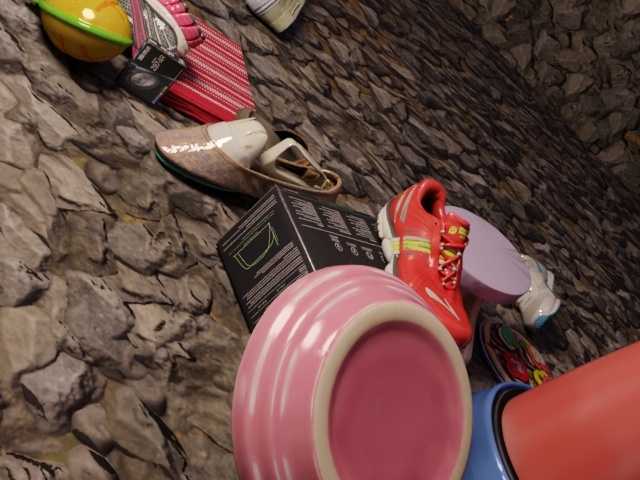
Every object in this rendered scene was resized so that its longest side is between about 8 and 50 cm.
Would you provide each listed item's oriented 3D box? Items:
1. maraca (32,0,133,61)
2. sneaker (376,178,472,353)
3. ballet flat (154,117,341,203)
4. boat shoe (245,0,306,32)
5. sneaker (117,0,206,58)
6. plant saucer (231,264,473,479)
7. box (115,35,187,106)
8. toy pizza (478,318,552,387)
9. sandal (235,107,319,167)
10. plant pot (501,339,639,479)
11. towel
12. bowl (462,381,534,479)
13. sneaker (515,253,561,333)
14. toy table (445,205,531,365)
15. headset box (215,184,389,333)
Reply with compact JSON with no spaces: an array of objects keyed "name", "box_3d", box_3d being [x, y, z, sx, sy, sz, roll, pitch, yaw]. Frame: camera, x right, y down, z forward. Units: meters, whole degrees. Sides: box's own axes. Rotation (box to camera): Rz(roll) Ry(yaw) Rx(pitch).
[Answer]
[{"name":"maraca","box_3d":[-0.330,-0.303,1.303,0.127,0.099,0.185,17,13,-48]},{"name":"sneaker","box_3d":[0.149,0.020,1.246,0.107,0.118,0.279,28,32,-35]},{"name":"ballet flat","box_3d":[-0.092,-0.117,1.381,0.316,0.106,0.108,21,30,-41]},{"name":"boat shoe","box_3d":[-0.073,-0.514,1.977,0.094,0.109,0.302,55,32,-20]},{"name":"sneaker","box_3d":[-0.303,-0.370,1.421,0.299,0.112,0.121,46,-7,25]},{"name":"plant saucer","box_3d":[0.057,0.190,1.028,0.332,0.084,0.332,6,81,-43]},{"name":"box","box_3d":[-0.241,-0.239,1.353,0.067,0.083,0.018,33,29,-28]},{"name":"toy pizza","box_3d":[0.355,0.217,1.670,0.201,0.032,0.201,35,29,-23]},{"name":"sandal","box_3d":[-0.053,-0.143,1.487,0.219,0.060,0.090,41,38,-47]},{"name":"plant pot","box_3d":[0.430,0.271,1.306,0.275,0.243,0.275,36,28,-23]},{"name":"towel","box_3d":[-0.193,-0.276,1.533,0.199,0.031,0.275,27,32,-35]},{"name":"bowl","box_3d":[0.349,0.380,1.394,0.391,0.077,0.391,35,30,-23]},{"name":"sneaker","box_3d":[0.405,0.103,1.853,0.092,0.087,0.229,36,21,-8]},{"name":"toy table","box_3d":[0.203,0.060,1.519,0.274,0.161,0.252,18,38,-45]},{"name":"headset box","box_3d":[0.031,0.095,1.249,0.246,0.131,0.283,14,42,-48]}]
